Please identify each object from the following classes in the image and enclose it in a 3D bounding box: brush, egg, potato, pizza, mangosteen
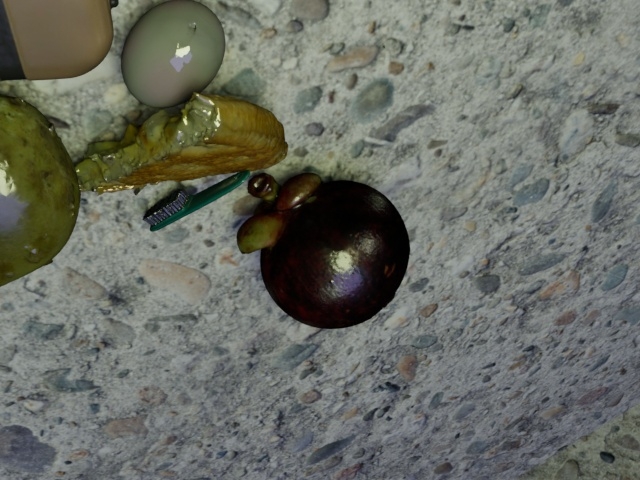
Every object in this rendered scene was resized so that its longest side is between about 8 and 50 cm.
[{"bbox_3d":[-0.172,-0.059,0.954,0.193,0.043,0.032,-24,122,34],"label":"brush"},{"bbox_3d":[-0.168,-0.210,0.803,0.135,0.103,0.103,-41,134,22],"label":"egg"},{"bbox_3d":[-0.417,-0.038,0.809,0.307,0.173,0.210,-24,121,9],"label":"potato"},{"bbox_3d":[-0.191,-0.115,0.868,0.287,0.075,0.280,-11,176,5],"label":"pizza"},{"bbox_3d":[0.000,0.000,1.012,0.265,0.228,0.228,43,109,-12],"label":"mangosteen"}]

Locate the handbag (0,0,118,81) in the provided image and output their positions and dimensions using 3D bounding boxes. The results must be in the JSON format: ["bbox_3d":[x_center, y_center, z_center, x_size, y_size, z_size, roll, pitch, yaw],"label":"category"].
[{"bbox_3d":[-0.338,-0.288,0.629,0.283,0.149,0.302,-9,136,-13],"label":"handbag"}]
